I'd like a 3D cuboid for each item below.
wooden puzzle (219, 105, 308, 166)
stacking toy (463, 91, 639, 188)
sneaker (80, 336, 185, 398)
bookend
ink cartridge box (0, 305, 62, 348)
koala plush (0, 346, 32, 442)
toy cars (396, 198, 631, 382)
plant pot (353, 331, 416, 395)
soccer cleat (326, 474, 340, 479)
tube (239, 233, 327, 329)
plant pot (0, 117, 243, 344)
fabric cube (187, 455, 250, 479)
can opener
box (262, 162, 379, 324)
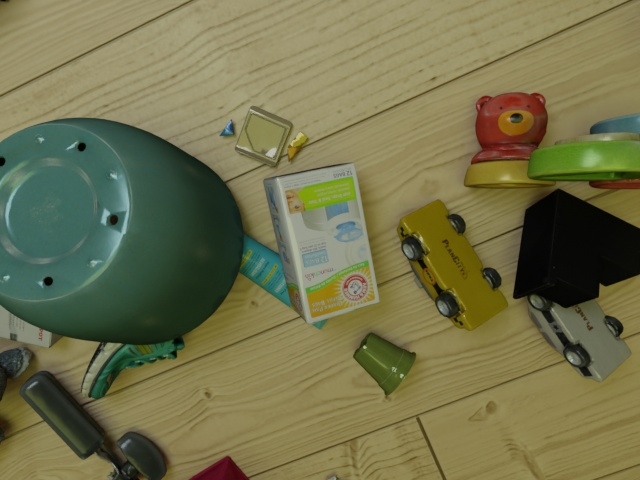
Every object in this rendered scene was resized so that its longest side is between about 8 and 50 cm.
[{"bbox_3d":[-0.085,-0.155,0.689,0.116,0.014,0.079,29,98,-6],"label":"wooden puzzle"},{"bbox_3d":[0.356,-0.135,0.562,0.308,0.279,0.130,0,93,2],"label":"stacking toy"},{"bbox_3d":[-0.275,0.159,0.726,0.110,0.107,0.275,41,101,-17],"label":"sneaker"},{"bbox_3d":[0.372,0.033,0.653,0.157,0.072,0.156,23,63,-6],"label":"bookend"},{"bbox_3d":[-0.479,0.104,0.734,0.135,0.056,0.099,14,104,-2],"label":"ink cartridge box"},{"bbox_3d":[-0.581,0.250,0.708,0.221,0.196,0.203,-36,82,12],"label":"koala plush"},{"bbox_3d":[0.280,0.080,0.701,0.393,0.087,0.176,22,67,-6],"label":"toy cars"},{"bbox_3d":[0.098,0.192,0.743,0.079,0.083,0.083,37,102,5],"label":"plant pot"},{"bbox_3d":[0.045,0.455,0.828,0.083,0.029,0.035,41,105,-4],"label":"soccer cleat"},{"bbox_3d":[-0.061,0.060,0.727,0.207,0.052,0.080,34,107,-14],"label":"tube"},{"bbox_3d":[-0.264,-0.011,0.564,0.293,0.235,0.293,-1,82,4],"label":"plant pot"},{"bbox_3d":[-0.195,0.584,0.745,0.254,0.258,0.259,-36,100,8],"label":"fabric cube"},{"bbox_3d":[-0.388,0.327,0.790,0.280,0.074,0.093,49,65,-12],"label":"can opener"},{"bbox_3d":[0.000,0.000,0.660,0.114,0.103,0.203,-14,100,-15],"label":"box"}]
